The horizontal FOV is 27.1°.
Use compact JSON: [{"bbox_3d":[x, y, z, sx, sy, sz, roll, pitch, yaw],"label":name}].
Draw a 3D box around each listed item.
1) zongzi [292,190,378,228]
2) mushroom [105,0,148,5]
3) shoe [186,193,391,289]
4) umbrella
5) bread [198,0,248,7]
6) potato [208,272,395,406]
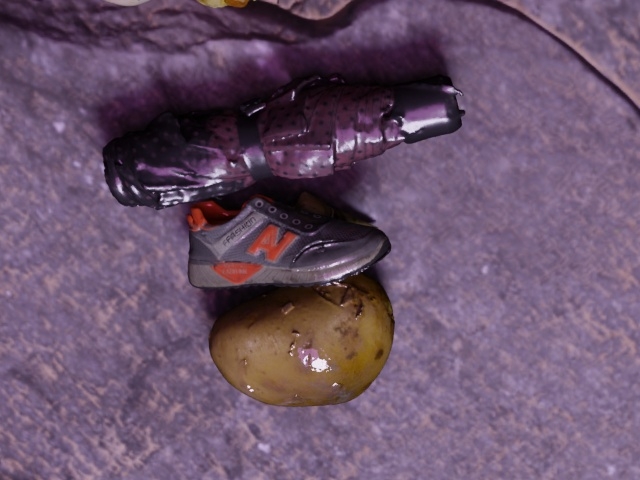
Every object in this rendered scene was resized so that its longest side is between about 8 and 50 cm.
[{"bbox_3d":[0.000,0.000,1.243,0.083,0.040,0.076,20,122,-25],"label":"zongzi"},{"bbox_3d":[-0.163,-0.238,1.121,0.084,0.067,0.083,-5,150,-3],"label":"mushroom"},{"bbox_3d":[-0.035,-0.004,1.179,0.194,0.074,0.077,-4,107,23],"label":"shoe"},{"bbox_3d":[-0.034,-0.093,1.169,0.326,0.090,0.094,-13,110,8],"label":"umbrella"},{"bbox_3d":[-0.077,-0.366,1.053,0.077,0.084,0.367,-18,119,-39],"label":"bread"},{"bbox_3d":[-0.014,0.096,1.235,0.176,0.137,0.137,-27,110,16],"label":"potato"}]
